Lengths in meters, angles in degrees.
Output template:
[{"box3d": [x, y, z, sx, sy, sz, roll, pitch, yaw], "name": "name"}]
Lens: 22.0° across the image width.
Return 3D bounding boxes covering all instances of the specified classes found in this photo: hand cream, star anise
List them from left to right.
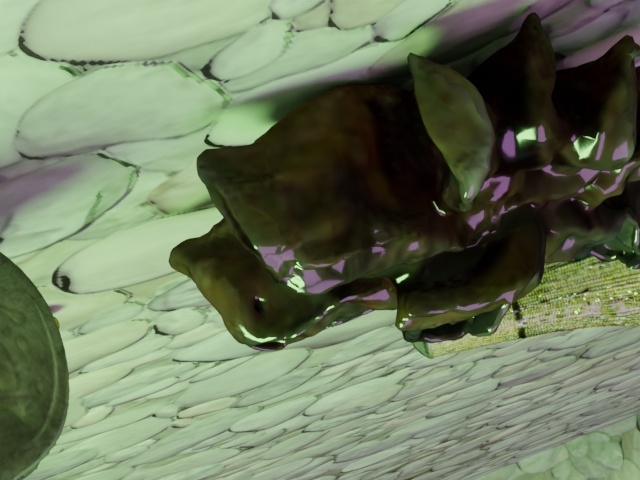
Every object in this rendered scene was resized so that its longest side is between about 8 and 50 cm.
[{"box3d": [0.050, -0.006, 0.670, 0.220, 0.099, 0.214, -20, 156, -5], "name": "star anise"}, {"box3d": [0.149, 0.029, 0.990, 0.203, 0.084, 0.084, -16, 166, 2], "name": "hand cream"}]

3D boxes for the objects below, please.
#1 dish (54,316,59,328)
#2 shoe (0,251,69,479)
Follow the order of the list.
[{"box3d": [-0.205, 0.094, 0.718, 0.207, 0.080, 0.149, -15, 165, -17], "name": "dish"}, {"box3d": [-0.248, 0.081, 0.542, 0.316, 0.124, 0.159, -11, 170, -35], "name": "shoe"}]
